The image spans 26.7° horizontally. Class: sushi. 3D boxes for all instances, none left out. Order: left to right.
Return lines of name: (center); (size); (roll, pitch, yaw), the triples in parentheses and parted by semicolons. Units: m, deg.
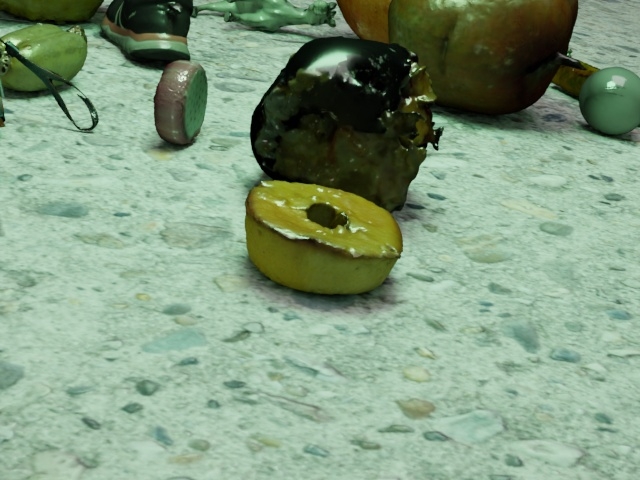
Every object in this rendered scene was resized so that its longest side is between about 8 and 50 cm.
sushi: (0.031, -0.135, 1.540); (0.200, 0.213, 0.204); (31, 34, -7)

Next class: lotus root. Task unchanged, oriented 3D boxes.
lotus root: (-0.363, -0.240, 1.766); (0.090, 0.077, 0.183); (24, 26, 16)

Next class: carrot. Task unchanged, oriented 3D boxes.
carrot: (0.470, -0.246, 2.190); (0.070, 0.070, 0.260); (-4, 24, -33)

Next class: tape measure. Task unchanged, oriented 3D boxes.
tape measure: (-0.342, -0.176, 1.566); (0.180, 0.104, 0.107); (3, 18, -15)

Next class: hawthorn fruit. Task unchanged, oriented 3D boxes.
hawthorn fruit: (0.261, -0.317, 1.997); (0.301, 0.267, 0.268); (20, 22, 22)

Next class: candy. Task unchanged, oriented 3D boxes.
candy: (-0.169, -0.168, 1.630); (0.043, 0.103, 0.103); (12, 20, 10)

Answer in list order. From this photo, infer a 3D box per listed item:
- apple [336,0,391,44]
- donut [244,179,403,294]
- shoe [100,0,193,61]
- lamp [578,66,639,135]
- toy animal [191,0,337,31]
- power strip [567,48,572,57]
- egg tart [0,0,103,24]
apple: (0.163, -0.439, 2.281); (0.299, 0.275, 0.299); (-3, 48, 4)
donut: (0.000, 0.000, 1.323); (0.162, 0.065, 0.178); (16, 20, 3)
shoe: (-0.263, -0.361, 2.054); (0.114, 0.137, 0.291); (2, 19, -21)
lamp: (0.443, -0.210, 2.033); (0.105, 0.105, 0.105); (9, 20, -3)
toy animal: (-0.112, -0.404, 2.325); (0.255, 0.089, 0.170); (24, 20, 27)
power strip: (0.322, -0.336, 2.368); (0.145, 0.061, 0.216); (-5, 24, -37)
egg tart: (-0.440, -0.419, 2.160); (0.295, 0.116, 0.295); (6, 18, -2)
